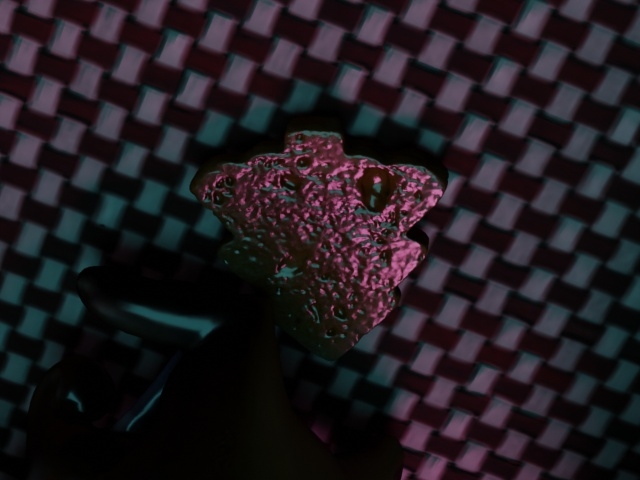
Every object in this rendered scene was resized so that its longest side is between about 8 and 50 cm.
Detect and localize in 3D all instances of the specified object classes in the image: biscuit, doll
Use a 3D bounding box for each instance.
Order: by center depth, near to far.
[{"bbox_3d":[0.000,0.000,0.791,0.119,0.019,0.130,1,121,4],"label":"biscuit"},{"bbox_3d":[-0.095,0.203,0.836,0.340,0.209,0.318,-38,84,23],"label":"doll"}]
